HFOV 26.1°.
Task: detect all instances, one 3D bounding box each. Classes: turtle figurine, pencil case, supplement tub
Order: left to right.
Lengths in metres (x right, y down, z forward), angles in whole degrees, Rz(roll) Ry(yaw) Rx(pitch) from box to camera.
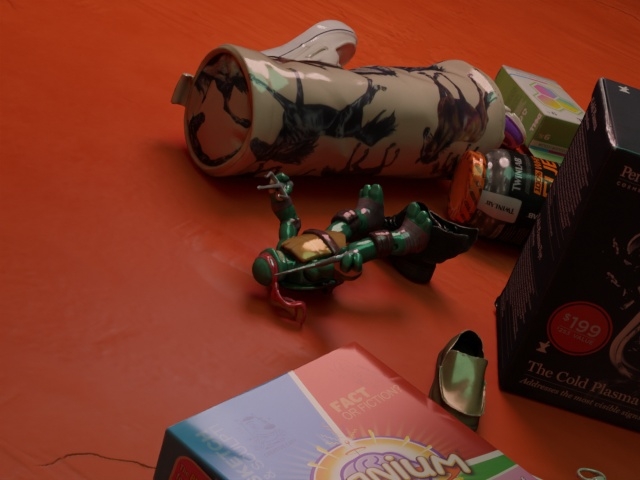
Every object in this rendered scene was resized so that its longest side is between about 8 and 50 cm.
[{"bbox_3d":[0.000,0.000,1.512,0.234,0.118,0.175,-17,50,-39],"label":"turtle figurine"},{"bbox_3d":[0.026,-0.159,1.757,0.410,0.160,0.183,-1,18,-32],"label":"pencil case"},{"bbox_3d":[0.265,-0.048,1.754,0.190,0.117,0.117,13,30,-11],"label":"supplement tub"}]

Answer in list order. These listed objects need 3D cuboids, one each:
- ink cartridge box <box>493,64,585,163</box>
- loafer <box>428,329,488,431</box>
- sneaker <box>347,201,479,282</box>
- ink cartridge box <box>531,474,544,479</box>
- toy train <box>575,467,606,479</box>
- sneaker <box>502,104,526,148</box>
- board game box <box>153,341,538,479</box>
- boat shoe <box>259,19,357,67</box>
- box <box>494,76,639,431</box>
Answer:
[{"bbox_3d":[0.343,-0.176,2.063,0.109,0.062,0.209,12,30,-29],"label":"ink cartridge box"},{"bbox_3d":[0.144,0.141,1.426,0.056,0.050,0.148,15,29,-7],"label":"loafer"},{"bbox_3d":[0.099,-0.015,1.625,0.170,0.089,0.051,35,33,25],"label":"sneaker"},{"bbox_3d":[0.224,0.301,1.206,0.208,0.045,0.206,22,30,8],"label":"ink cartridge box"},{"bbox_3d":[0.335,0.260,1.352,0.166,0.046,0.125,2,17,-19],"label":"toy train"},{"bbox_3d":[0.217,-0.172,2.010,0.170,0.068,0.071,26,62,-2],"label":"sneaker"},{"bbox_3d":[0.056,0.227,1.135,0.316,0.064,0.242,35,36,29],"label":"board game box"},{"bbox_3d":[-0.017,-0.234,1.926,0.088,0.096,0.267,36,34,20],"label":"boat shoe"},{"bbox_3d":[0.401,0.042,1.482,0.343,0.312,0.179,17,29,-4],"label":"box"}]
